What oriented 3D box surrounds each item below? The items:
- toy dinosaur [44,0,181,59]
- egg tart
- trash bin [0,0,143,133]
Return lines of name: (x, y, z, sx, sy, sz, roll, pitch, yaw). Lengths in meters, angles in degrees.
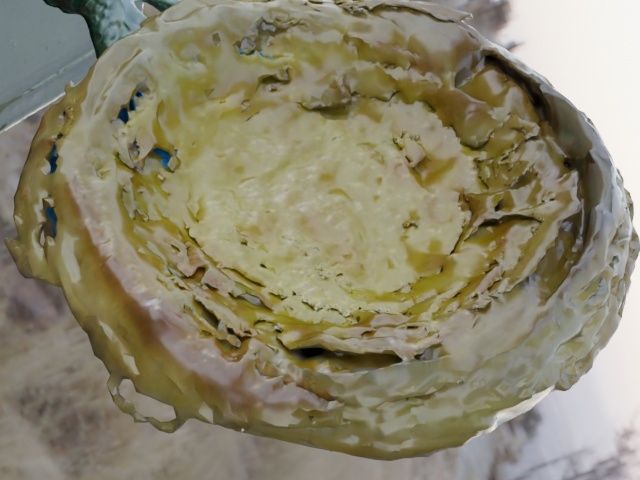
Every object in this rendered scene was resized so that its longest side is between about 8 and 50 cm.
toy dinosaur: (-0.185, -0.228, 0.798, 0.383, 0.076, 0.129, 41, 48, 3)
egg tart: (0.000, 0.000, 0.642, 0.107, 0.290, 0.291, 102, -23, -51)
trash bin: (-0.276, -0.141, 0.899, 0.243, 0.247, 0.121, -41, 130, -39)
